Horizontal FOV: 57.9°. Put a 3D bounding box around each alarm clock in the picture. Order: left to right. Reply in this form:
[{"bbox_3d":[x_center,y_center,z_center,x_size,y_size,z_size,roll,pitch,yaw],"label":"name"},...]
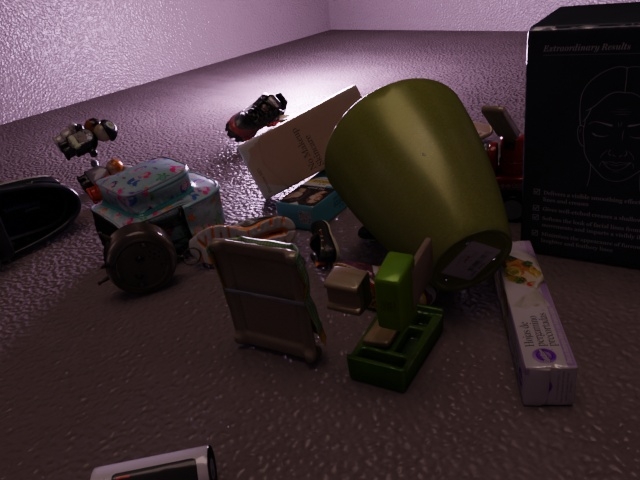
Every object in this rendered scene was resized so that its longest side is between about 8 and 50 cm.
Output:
[{"bbox_3d":[-0.318,0.034,1.092,0.191,0.130,0.064,-4,24,-27],"label":"alarm clock"}]

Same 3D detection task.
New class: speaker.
[{"bbox_3d":[-0.192,0.277,0.669,0.136,0.055,0.055,-10,28,-3],"label":"speaker"}]

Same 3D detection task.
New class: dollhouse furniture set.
[{"bbox_3d":[0.011,0.068,0.852,0.301,0.198,0.151,9,34,28],"label":"dollhouse furniture set"}]

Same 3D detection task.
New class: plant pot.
[{"bbox_3d":[0.182,-0.071,0.956,0.274,0.275,0.294,-15,49,-12],"label":"plant pot"}]

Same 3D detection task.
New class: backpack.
[{"bbox_3d":[-0.341,-0.071,1.243,0.253,0.191,0.225,-22,29,-34],"label":"backpack"}]

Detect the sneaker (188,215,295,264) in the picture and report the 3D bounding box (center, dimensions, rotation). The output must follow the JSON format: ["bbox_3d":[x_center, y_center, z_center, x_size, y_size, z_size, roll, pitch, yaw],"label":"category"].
[{"bbox_3d":[-0.159,-0.004,1.177,0.214,0.084,0.083,-10,14,-10],"label":"sneaker"}]

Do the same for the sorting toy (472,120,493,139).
[{"bbox_3d":[0.298,-0.293,1.637,0.229,0.041,0.307,-28,33,-25],"label":"sorting toy"}]

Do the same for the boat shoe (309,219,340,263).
[{"bbox_3d":[0.000,-0.002,1.126,0.041,0.049,0.133,0,31,-16],"label":"boat shoe"}]

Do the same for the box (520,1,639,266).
[{"bbox_3d":[0.513,-0.178,0.966,0.293,0.396,0.212,11,33,31],"label":"box"}]

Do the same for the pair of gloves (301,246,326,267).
[{"bbox_3d":[-0.025,0.035,1.128,0.083,0.010,0.074,-7,27,1],"label":"pair of gloves"}]

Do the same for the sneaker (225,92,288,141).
[{"bbox_3d":[-0.199,-0.409,1.875,0.135,0.098,0.276,-40,1,43],"label":"sneaker"}]

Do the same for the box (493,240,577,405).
[{"bbox_3d":[0.303,0.103,0.849,0.063,0.067,0.324,-3,29,10],"label":"box"}]

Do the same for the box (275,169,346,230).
[{"bbox_3d":[0.009,-0.105,1.329,0.100,0.060,0.244,10,32,31],"label":"box"}]

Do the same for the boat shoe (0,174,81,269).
[{"bbox_3d":[-0.751,-0.022,1.256,0.155,0.187,0.500,6,25,37],"label":"boat shoe"}]

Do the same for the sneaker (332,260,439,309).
[{"bbox_3d":[0.106,0.073,0.970,0.185,0.070,0.083,21,31,33],"label":"sneaker"}]

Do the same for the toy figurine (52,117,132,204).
[{"bbox_3d":[-0.602,-0.225,1.564,0.148,0.213,0.209,-33,30,-18],"label":"toy figurine"}]

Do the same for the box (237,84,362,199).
[{"bbox_3d":[-0.030,-0.233,1.382,0.311,0.148,0.121,-30,12,-1],"label":"box"}]

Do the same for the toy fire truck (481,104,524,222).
[{"bbox_3d":[0.315,-0.165,1.157,0.216,0.247,0.158,4,29,22],"label":"toy fire truck"}]

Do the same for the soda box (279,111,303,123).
[{"bbox_3d":[-0.039,-0.377,1.856,0.181,0.061,0.058,-8,27,0],"label":"soda box"}]

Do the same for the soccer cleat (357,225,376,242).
[{"bbox_3d":[0.155,-0.048,1.166,0.178,0.072,0.060,-16,28,-14],"label":"soccer cleat"}]
